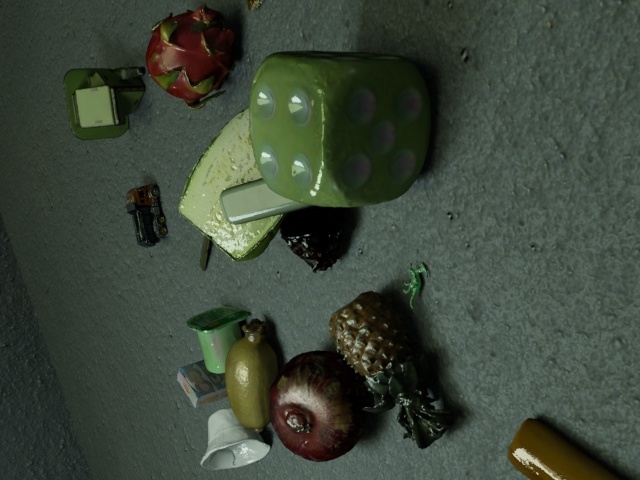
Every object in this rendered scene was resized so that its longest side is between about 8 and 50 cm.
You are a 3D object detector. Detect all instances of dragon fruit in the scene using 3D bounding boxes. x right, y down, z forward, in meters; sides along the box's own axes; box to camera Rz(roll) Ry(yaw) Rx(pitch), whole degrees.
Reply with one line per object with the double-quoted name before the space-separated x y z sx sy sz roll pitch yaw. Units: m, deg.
"dragon fruit" -0.306 -0.444 1.704 0.227 0.224 0.224 -16 87 51

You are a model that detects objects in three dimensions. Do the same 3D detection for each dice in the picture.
"dice" 0.032 -0.207 1.276 0.252 0.254 0.250 26 119 48

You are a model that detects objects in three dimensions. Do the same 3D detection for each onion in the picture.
"onion" -0.008 0.362 1.552 0.246 0.190 0.247 5 99 34

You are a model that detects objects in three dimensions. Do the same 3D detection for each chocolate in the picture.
"chocolate" 0.000 0.000 1.509 0.156 0.156 0.133 19 142 49

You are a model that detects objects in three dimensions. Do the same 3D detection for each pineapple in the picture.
"pineapple" 0.136 0.256 1.380 0.170 0.141 0.310 -39 74 20

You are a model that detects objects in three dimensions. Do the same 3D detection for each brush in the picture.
"brush" -0.315 0.016 1.994 0.034 0.027 0.190 57 146 31

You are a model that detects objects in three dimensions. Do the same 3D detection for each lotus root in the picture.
"lotus root" -0.178 0.356 1.821 0.146 0.130 0.304 17 113 48

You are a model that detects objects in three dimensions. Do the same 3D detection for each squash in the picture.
"squash" -0.150 -0.144 1.578 0.233 0.210 0.309 42 140 8

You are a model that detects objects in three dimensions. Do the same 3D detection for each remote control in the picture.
"remote control" -0.078 -0.101 1.509 0.309 0.038 0.090 -14 96 22

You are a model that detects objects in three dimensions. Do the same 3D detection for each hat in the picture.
"hat" -0.243 0.536 1.948 0.203 0.203 0.126 -58 40 43

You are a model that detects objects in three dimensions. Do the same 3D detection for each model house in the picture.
"model house" -0.609 -0.418 2.129 0.278 0.204 0.219 5 105 44

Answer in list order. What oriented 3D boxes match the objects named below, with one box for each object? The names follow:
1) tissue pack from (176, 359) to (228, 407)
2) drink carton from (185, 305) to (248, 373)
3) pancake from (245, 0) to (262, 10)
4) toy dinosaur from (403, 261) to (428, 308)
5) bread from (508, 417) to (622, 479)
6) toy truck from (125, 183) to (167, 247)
"tissue pack" -0.306 0.388 1.980 0.115 0.155 0.065 46 135 34
"drink carton" -0.270 0.271 1.920 0.144 0.146 0.143 11 117 52
"pancake" -0.166 -0.644 1.574 0.212 0.056 0.258 5 104 52
"toy dinosaur" 0.186 0.082 1.355 0.062 0.021 0.083 -30 75 39
"bread" 0.396 0.379 1.121 0.239 0.073 0.093 33 130 44
"toy truck" -0.542 -0.075 2.206 0.083 0.092 0.192 -9 92 54
